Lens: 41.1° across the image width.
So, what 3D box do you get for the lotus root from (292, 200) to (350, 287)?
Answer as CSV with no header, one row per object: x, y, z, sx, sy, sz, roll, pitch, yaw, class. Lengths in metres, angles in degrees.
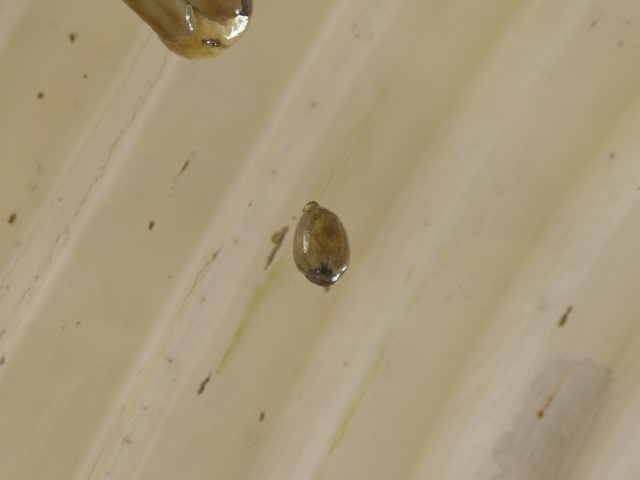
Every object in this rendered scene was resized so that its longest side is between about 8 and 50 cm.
0.000,0.000,1.837,0.139,0.138,0.213,9,-125,-30,lotus root

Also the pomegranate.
-0.308,-0.609,2.211,0.281,0.281,0.281,20,-136,-21,pomegranate

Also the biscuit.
-0.315,-0.518,1.663,0.291,0.237,0.062,42,-127,-34,biscuit
